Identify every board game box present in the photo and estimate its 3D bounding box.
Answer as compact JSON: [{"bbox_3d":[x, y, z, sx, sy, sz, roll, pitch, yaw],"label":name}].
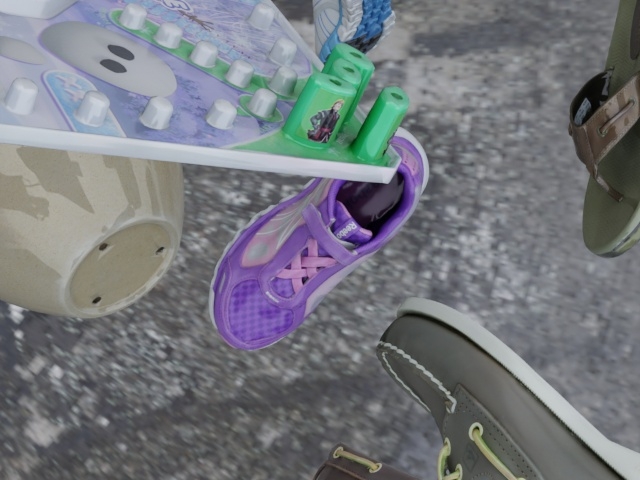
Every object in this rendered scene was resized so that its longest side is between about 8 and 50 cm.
[{"bbox_3d":[-0.184,-0.180,0.910,0.390,0.390,0.050,4,125,-36],"label":"board game box"}]

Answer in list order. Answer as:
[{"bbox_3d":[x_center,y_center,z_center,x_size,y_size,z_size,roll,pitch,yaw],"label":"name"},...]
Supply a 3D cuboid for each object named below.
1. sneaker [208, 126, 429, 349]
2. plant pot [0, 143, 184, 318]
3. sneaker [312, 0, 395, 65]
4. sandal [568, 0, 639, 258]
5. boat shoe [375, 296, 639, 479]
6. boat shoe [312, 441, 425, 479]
[{"bbox_3d":[0.000,0.000,1.348,0.236,0.104,0.095,-45,103,2],"label":"sneaker"},{"bbox_3d":[-0.243,-0.034,1.588,0.284,0.191,0.284,-31,150,-20],"label":"plant pot"},{"bbox_3d":[0.021,-0.218,1.398,0.071,0.190,0.083,-29,73,-21],"label":"sneaker"},{"bbox_3d":[0.288,-0.133,1.598,0.086,0.120,0.302,8,86,-22],"label":"sandal"},{"bbox_3d":[0.126,0.140,0.989,0.091,0.305,0.109,-44,139,-9],"label":"boat shoe"},{"bbox_3d":[0.118,0.240,1.322,0.116,0.324,0.096,38,67,-45],"label":"boat shoe"}]
